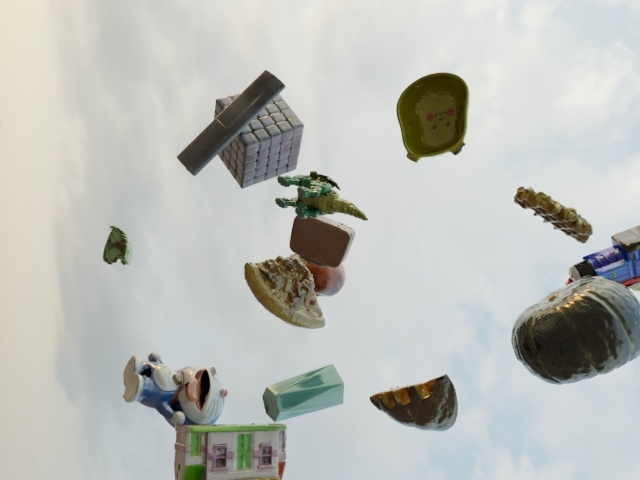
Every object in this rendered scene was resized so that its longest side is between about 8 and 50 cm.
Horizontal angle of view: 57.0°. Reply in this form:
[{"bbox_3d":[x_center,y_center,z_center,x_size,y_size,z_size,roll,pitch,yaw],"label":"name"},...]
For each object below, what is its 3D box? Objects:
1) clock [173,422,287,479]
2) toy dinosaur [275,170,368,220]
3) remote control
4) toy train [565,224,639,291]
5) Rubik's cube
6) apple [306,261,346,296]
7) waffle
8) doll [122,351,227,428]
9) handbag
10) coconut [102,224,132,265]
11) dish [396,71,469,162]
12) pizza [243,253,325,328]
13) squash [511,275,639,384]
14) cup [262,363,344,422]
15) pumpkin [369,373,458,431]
[{"bbox_3d":[-0.195,0.559,1.282,0.166,0.235,0.309,151,-58,-62],"label":"clock"},{"bbox_3d":[0.003,-0.094,1.346,0.259,0.153,0.094,39,-48,47],"label":"toy dinosaur"},{"bbox_3d":[-0.266,-0.349,1.741,0.377,0.044,0.107,-45,-129,0],"label":"remote control"},{"bbox_3d":[0.654,0.059,1.310,0.082,0.204,0.131,-98,164,-61],"label":"toy train"},{"bbox_3d":[-0.222,-0.364,2.052,0.237,0.237,0.238,56,-29,24],"label":"Rubik's cube"},{"bbox_3d":[-0.007,0.119,2.132,0.201,0.201,0.162,-11,-113,56],"label":"apple"},{"bbox_3d":[0.549,-0.064,1.393,0.192,0.161,0.046,32,-92,34],"label":"waffle"},{"bbox_3d":[-0.349,0.360,1.424,0.161,0.257,0.215,-44,-143,20],"label":"doll"},{"bbox_3d":[0.000,0.000,1.857,0.194,0.072,0.151,22,-70,11],"label":"handbag"},{"bbox_3d":[-0.586,0.017,1.721,0.158,0.055,0.133,14,-73,46],"label":"coconut"},{"bbox_3d":[0.343,-0.344,1.705,0.221,0.108,0.262,-10,-106,33],"label":"dish"},{"bbox_3d":[-0.110,0.178,1.881,0.087,0.258,0.268,-22,-97,47],"label":"pizza"},{"bbox_3d":[0.502,0.176,1.154,0.165,0.252,0.252,58,-38,5],"label":"squash"},{"bbox_3d":[-0.060,0.485,1.871,0.148,0.236,0.134,-33,-111,58],"label":"cup"},{"bbox_3d":[0.227,0.430,1.469,0.254,0.131,0.149,-36,-106,56],"label":"pumpkin"}]
